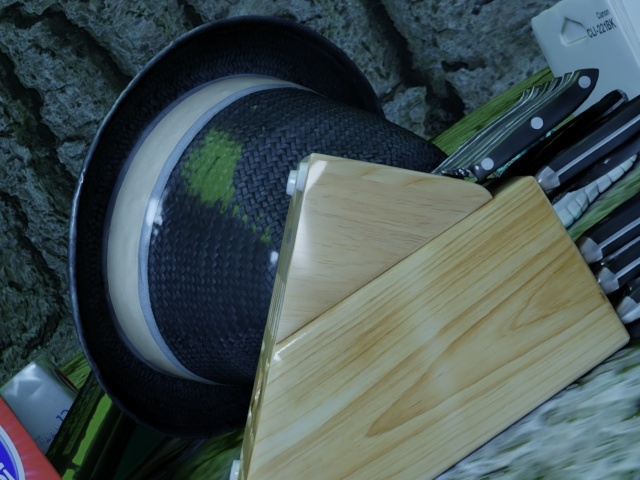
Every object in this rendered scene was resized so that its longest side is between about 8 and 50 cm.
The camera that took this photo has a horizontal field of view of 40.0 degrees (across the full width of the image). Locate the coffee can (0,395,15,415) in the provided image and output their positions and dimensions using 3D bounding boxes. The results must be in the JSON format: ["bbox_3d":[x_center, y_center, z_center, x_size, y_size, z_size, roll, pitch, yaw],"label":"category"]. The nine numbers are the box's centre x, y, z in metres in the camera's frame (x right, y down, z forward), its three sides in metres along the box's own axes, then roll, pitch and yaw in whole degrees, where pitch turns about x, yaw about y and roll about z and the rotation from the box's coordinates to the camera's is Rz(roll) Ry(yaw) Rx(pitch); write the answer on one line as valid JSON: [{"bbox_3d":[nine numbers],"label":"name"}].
[{"bbox_3d":[-0.439,0.266,0.865,0.275,0.202,0.201,-34,5,-9],"label":"coffee can"}]

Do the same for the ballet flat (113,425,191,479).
[{"bbox_3d":[-0.126,0.145,0.798,0.248,0.086,0.086,-36,6,-11],"label":"ballet flat"}]

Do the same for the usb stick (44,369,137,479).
[{"bbox_3d":[-0.180,0.154,0.703,0.077,0.045,0.278,-27,29,32],"label":"usb stick"}]

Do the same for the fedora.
[{"bbox_3d":[0.000,0.000,0.602,0.152,0.334,0.334,10,34,36],"label":"fedora"}]

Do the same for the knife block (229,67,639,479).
[{"bbox_3d":[0.093,0.044,0.450,0.088,0.242,0.276,-159,81,-85],"label":"knife block"}]

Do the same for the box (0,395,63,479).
[{"bbox_3d":[-0.212,0.133,0.411,0.122,0.257,0.128,-31,5,40],"label":"box"}]

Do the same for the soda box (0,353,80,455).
[{"bbox_3d":[-0.404,0.265,1.021,0.286,0.098,0.091,-43,6,-8],"label":"soda box"}]

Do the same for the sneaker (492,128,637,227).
[{"bbox_3d":[0.200,-0.067,0.720,0.166,0.076,0.065,-38,8,-38],"label":"sneaker"}]

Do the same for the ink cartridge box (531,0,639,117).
[{"bbox_3d":[0.340,-0.204,0.727,0.272,0.114,0.197,-24,5,0],"label":"ink cartridge box"}]
